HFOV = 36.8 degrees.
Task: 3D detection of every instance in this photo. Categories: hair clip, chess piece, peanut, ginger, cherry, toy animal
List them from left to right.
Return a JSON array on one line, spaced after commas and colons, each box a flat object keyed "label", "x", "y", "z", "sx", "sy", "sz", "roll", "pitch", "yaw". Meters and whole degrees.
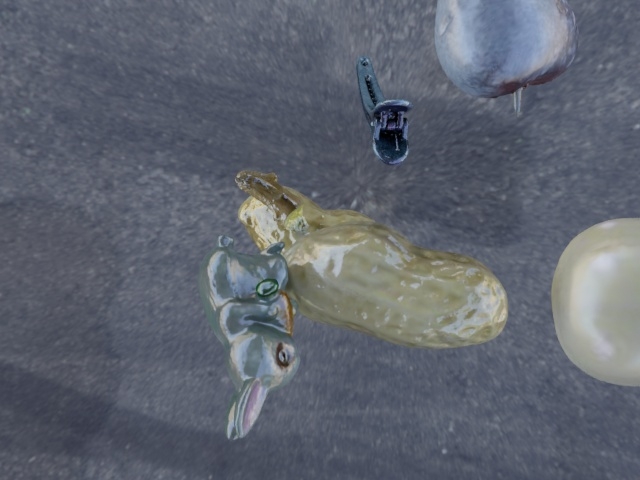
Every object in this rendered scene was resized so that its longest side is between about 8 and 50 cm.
[{"label": "toy animal", "x": -0.085, "y": 0.126, "z": 1.201, "sx": 0.125, "sy": 0.127, "sz": 0.251, "roll": -8, "pitch": 68, "yaw": 3}, {"label": "ginger", "x": -0.070, "y": -0.066, "z": 1.501, "sx": 0.137, "sy": 0.044, "sz": 0.057, "roll": 40, "pitch": 91, "yaw": -2}, {"label": "peanut", "x": 0.000, "y": 0.000, "z": 1.658, "sx": 0.305, "sy": 0.147, "sz": 0.147, "roll": 19, "pitch": 94, "yaw": 4}, {"label": "hair clip", "x": 0.071, "y": -0.184, "z": 1.269, "sx": 0.048, "sy": 0.275, "sz": 0.083, "roll": -4, "pitch": 115, "yaw": -7}, {"label": "peanut", "x": 0.093, "y": 0.058, "z": 1.271, "sx": 0.313, "sy": 0.152, "sz": 0.152, "roll": 17, "pitch": 94, "yaw": 17}, {"label": "cherry", "x": 0.316, "y": -0.361, "z": 1.663, "sx": 0.255, "sy": 0.218, "sz": 0.296, "roll": -18, "pitch": 89, "yaw": -26}, {"label": "chess piece", "x": 0.317, "y": 0.049, "z": 0.675, "sx": 0.299, "sy": 0.167, "sz": 0.167, "roll": 0, "pitch": 93, "yaw": 21}]
